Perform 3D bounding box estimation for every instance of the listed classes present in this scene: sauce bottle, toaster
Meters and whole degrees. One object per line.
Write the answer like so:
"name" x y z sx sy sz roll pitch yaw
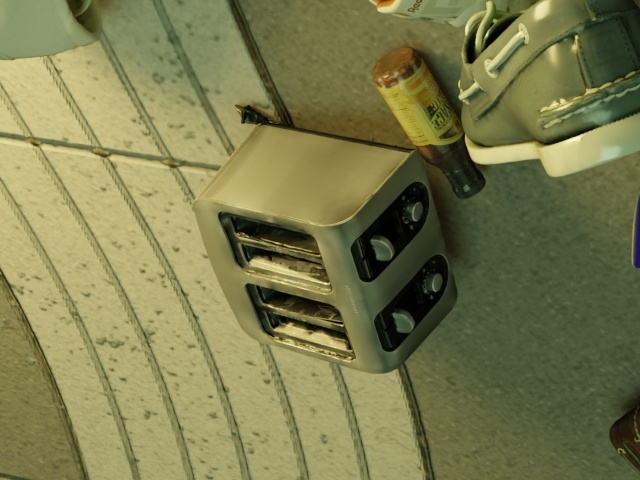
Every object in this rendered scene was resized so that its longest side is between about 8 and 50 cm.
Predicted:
"sauce bottle" 0.086 -0.088 1.141 0.042 0.042 0.128 -16 124 34
"toaster" 0.000 0.000 1.188 0.186 0.110 0.168 14 138 33

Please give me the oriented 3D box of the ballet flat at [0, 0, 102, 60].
"ballet flat" -0.197 -0.288 1.044 0.139 0.139 0.400 19 139 7

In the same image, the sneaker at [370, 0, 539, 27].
"sneaker" 0.109 -0.169 1.001 0.290 0.123 0.106 21 133 3

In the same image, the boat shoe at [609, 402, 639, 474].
"boat shoe" 0.339 0.211 1.279 0.207 0.073 0.073 43 135 -7

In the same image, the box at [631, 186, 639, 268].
"box" 0.295 -0.033 1.034 0.137 0.126 0.072 9 131 17

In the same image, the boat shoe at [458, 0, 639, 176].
"boat shoe" 0.139 -0.105 0.897 0.116 0.319 0.099 -23 98 0
